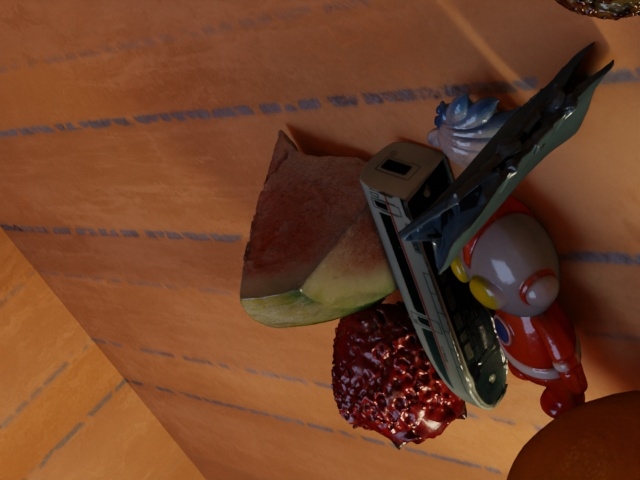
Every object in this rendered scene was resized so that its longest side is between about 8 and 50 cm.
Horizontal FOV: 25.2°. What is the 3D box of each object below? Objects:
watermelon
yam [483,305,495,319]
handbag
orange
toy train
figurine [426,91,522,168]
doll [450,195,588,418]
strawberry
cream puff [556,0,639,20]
[{"bbox_3d":[0.000,0.000,1.750,0.193,0.232,0.310,21,-168,37],"label":"watermelon"},{"bbox_3d":[0.200,0.076,1.714,0.014,0.014,0.107,26,166,35],"label":"yam"},{"bbox_3d":[0.171,-0.076,1.294,0.057,0.221,0.144,43,157,5],"label":"handbag"},{"bbox_3d":[0.346,0.313,1.550,0.312,0.312,0.312,35,154,20],"label":"orange"},{"bbox_3d":[0.142,0.059,1.716,0.088,0.086,0.407,18,145,36],"label":"toy train"},{"bbox_3d":[0.167,-0.109,1.444,0.114,0.079,0.114,2,148,1],"label":"figurine"},{"bbox_3d":[0.216,0.061,1.575,0.200,0.105,0.336,54,171,47],"label":"doll"},{"bbox_3d":[0.088,0.163,1.864,0.184,0.187,0.201,-18,122,23],"label":"strawberry"},{"bbox_3d":[0.219,-0.234,1.132,0.149,0.084,0.149,35,156,18],"label":"cream puff"}]
